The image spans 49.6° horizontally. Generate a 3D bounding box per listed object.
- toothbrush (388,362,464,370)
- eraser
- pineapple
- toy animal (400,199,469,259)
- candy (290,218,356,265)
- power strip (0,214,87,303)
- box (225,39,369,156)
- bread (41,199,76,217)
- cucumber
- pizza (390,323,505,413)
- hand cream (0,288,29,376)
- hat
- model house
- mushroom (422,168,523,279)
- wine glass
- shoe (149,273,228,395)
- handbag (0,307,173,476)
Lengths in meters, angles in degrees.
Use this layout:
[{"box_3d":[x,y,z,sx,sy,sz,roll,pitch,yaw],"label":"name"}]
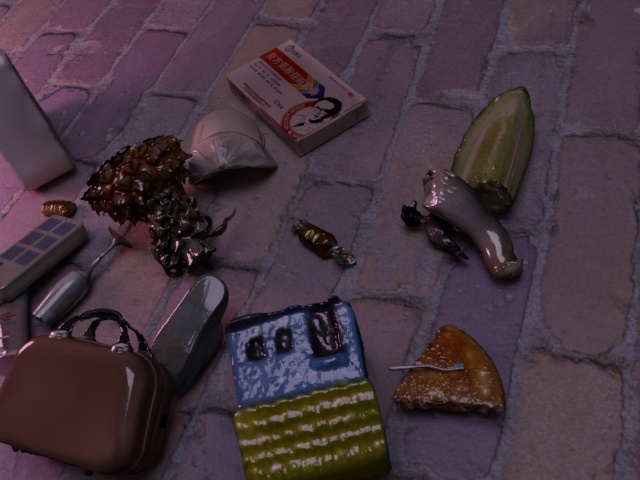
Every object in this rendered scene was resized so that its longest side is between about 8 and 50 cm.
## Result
[{"box_3d":[0.185,0.223,1.212,0.132,0.011,0.013,-4,59,11],"label":"toothbrush"},{"box_3d":[-0.786,-0.309,1.784,0.150,0.331,0.331,-32,53,-11],"label":"eraser"},{"box_3d":[-0.332,-0.050,1.503,0.263,0.262,0.271,-35,76,-16],"label":"pineapple"},{"box_3d":[0.240,-0.026,1.435,0.105,0.070,0.202,-19,48,-21],"label":"toy animal"},{"box_3d":[0.000,0.000,1.475,0.053,0.046,0.182,-40,53,-21],"label":"candy"},{"box_3d":[-0.648,0.035,1.550,0.118,0.046,0.270,16,47,30],"label":"power strip"},{"box_3d":[-0.065,-0.374,1.778,0.214,0.069,0.353,-32,55,-14],"label":"box"},{"box_3d":[-0.638,-0.079,1.681,0.088,0.033,0.049,5,47,16],"label":"bread"},{"box_3d":[0.388,-0.198,1.521,0.145,0.105,0.325,-8,45,41],"label":"cucumber"},{"box_3d":[0.214,0.246,1.230,0.193,0.053,0.201,-16,45,-1],"label":"pizza"},{"box_3d":[-0.669,0.149,1.486,0.111,0.070,0.312,-23,47,-9],"label":"hand cream"},{"box_3d":[-0.229,-0.243,1.662,0.220,0.164,0.225,-12,72,0],"label":"hat"},{"box_3d":[-0.021,0.285,1.157,0.237,0.215,0.303,-13,56,1],"label":"model house"},{"box_3d":[0.303,-0.036,1.381,0.278,0.099,0.096,50,39,13],"label":"mushroom"},{"box_3d":[-0.523,0.084,1.508,0.074,0.074,0.262,24,62,27],"label":"wine glass"},{"box_3d":[-0.247,0.188,1.348,0.103,0.100,0.250,24,84,25],"label":"shoe"},{"box_3d":[-0.413,0.263,1.249,0.302,0.149,0.283,8,76,21],"label":"handbag"}]
